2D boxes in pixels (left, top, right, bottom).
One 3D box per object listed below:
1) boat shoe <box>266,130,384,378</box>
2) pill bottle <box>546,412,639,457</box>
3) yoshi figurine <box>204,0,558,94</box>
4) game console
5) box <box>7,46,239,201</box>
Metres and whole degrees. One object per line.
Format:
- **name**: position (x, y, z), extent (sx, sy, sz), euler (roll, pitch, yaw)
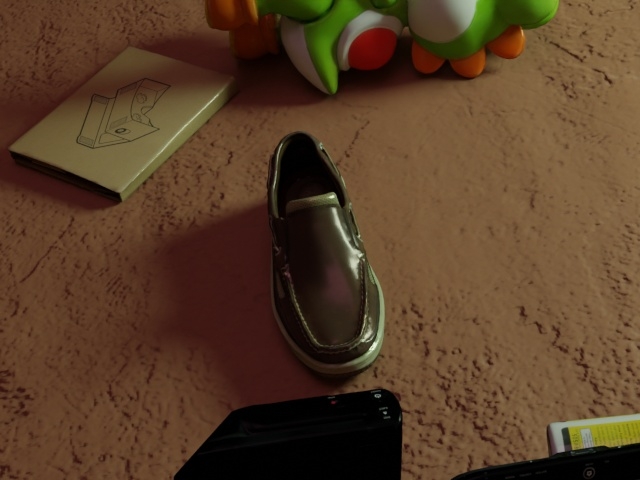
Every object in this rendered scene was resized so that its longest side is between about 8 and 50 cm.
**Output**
- **boat shoe**: position (-0.008, 0.002, 1.032), extent (0.095, 0.095, 0.257), euler (-15, 43, -1)
- **pill bottle**: position (0.221, 0.154, 0.837), extent (0.116, 0.065, 0.065), euler (-8, 43, 7)
- **yoshi figurine**: position (0.068, -0.292, 1.257), extent (0.362, 0.203, 0.204), euler (0, 38, 10)
- **game console**: position (0.091, 0.180, 0.751), extent (0.361, 0.213, 0.044), euler (-7, 31, -11)
- **box**: position (-0.210, -0.130, 1.277), extent (0.164, 0.021, 0.201), euler (20, 52, 30)
